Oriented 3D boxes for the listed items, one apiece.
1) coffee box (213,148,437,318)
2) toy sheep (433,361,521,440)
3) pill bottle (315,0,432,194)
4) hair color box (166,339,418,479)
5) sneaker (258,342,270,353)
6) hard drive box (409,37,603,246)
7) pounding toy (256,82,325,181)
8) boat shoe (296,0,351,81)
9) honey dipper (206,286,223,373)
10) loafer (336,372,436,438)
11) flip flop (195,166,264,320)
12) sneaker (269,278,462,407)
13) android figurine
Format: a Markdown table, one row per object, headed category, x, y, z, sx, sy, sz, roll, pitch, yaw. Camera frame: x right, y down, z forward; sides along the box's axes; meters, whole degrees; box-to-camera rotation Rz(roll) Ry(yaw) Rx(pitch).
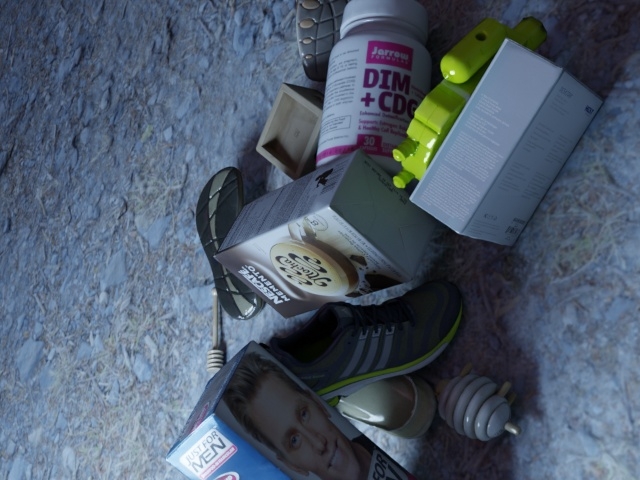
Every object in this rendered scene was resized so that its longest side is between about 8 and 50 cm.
| category | x | y | z | sx | sy | sz | roll | pitch | yaw |
| --- | --- | --- | --- | --- | --- | --- | --- | --- | --- |
| coffee box | 0.000 | 0.000 | 1.352 | 0.297 | 0.168 | 0.118 | -22 | 33 | 50 |
| toy sheep | 0.204 | 0.215 | 1.185 | 0.132 | 0.091 | 0.091 | 23 | 94 | 42 |
| pill bottle | 0.086 | -0.218 | 1.390 | 0.160 | 0.160 | 0.283 | -9 | 69 | 44 |
| hair color box | -0.009 | 0.305 | 1.160 | 0.105 | 0.347 | 0.174 | -45 | 9 | 26 |
| sneaker | -0.074 | 0.226 | 1.407 | 0.121 | 0.108 | 0.302 | -57 | 23 | -8 |
| hard drive box | 0.243 | -0.118 | 1.174 | 0.089 | 0.181 | 0.232 | 38 | 104 | 29 |
| pounding toy | -0.018 | -0.129 | 1.527 | 0.181 | 0.094 | 0.206 | 41 | 116 | 40 |
| boat shoe | 0.012 | -0.433 | 1.593 | 0.116 | 0.123 | 0.324 | 174 | 101 | -80 |
| honey dipper | -0.188 | 0.159 | 1.647 | 0.030 | 0.030 | 0.160 | -23 | 57 | 39 |
| loafer | 0.052 | 0.213 | 1.332 | 0.269 | 0.092 | 0.101 | 17 | 89 | 47 |
| flip flop | -0.146 | 0.006 | 1.626 | 0.112 | 0.080 | 0.277 | -23 | 76 | 34 |
| sneaker | 0.063 | 0.130 | 1.254 | 0.300 | 0.121 | 0.111 | -28 | 45 | -12 |
| android figurine | 0.193 | -0.174 | 1.208 | 0.056 | 0.248 | 0.273 | 40 | 73 | 23 |
